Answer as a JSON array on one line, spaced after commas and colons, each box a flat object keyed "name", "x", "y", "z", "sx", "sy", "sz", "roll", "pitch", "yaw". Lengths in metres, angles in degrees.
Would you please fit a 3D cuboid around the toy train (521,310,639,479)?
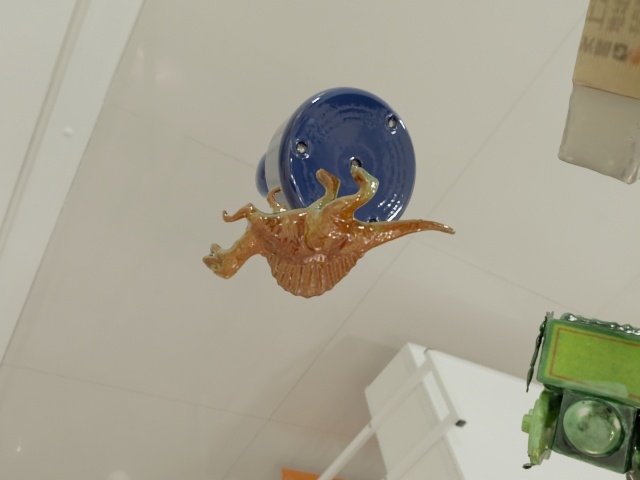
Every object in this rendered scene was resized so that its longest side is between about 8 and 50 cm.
[{"name": "toy train", "x": 0.334, "y": 0.193, "z": 0.618, "sx": 0.159, "sy": 0.188, "sz": 0.271, "roll": 10, "pitch": -11, "yaw": 31}]

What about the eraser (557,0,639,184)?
[{"name": "eraser", "x": 0.260, "y": -0.218, "z": 0.347, "sx": 0.144, "sy": 0.343, "sz": 0.078, "roll": -28, "pitch": 42, "yaw": -29}]

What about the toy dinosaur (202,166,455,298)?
[{"name": "toy dinosaur", "x": -0.001, "y": -0.001, "z": 0.477, "sx": 0.212, "sy": 0.142, "sz": 0.057, "roll": 22, "pitch": -14, "yaw": 25}]

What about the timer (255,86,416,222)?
[{"name": "timer", "x": -0.024, "y": -0.133, "z": 1.037, "sx": 0.270, "sy": 0.270, "sz": 0.383, "roll": 22, "pitch": -8, "yaw": -26}]
